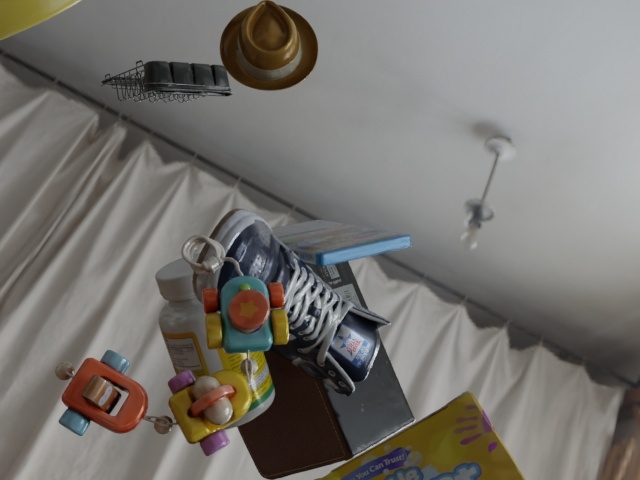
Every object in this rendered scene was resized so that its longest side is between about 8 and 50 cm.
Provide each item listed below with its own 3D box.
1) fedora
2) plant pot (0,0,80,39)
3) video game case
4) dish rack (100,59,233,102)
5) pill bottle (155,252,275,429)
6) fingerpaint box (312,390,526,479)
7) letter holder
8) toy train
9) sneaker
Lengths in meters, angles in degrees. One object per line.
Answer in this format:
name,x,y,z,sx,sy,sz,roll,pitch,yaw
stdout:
fedora,-0.092,-0.362,1.452,0.194,0.194,0.079,21,-24,7
plant pot,-0.374,-0.339,0.815,0.254,0.254,0.239,3,-51,32
video game case,0.000,0.000,0.885,0.166,0.119,0.015,11,-72,53
dish rack,-0.343,-0.338,1.768,0.208,0.074,0.271,-5,3,-40
pill bottle,-0.140,0.127,1.047,0.117,0.117,0.208,-3,-69,38
fingerpaint box,0.059,0.425,0.951,0.444,0.163,0.371,-29,-44,0
letter holder,-0.036,0.173,1.197,0.214,0.152,0.302,-30,-100,42
toy train,-0.093,0.071,0.545,0.125,0.166,0.046,33,-23,5
sneaker,-0.018,0.068,0.796,0.153,0.099,0.282,27,-15,17
